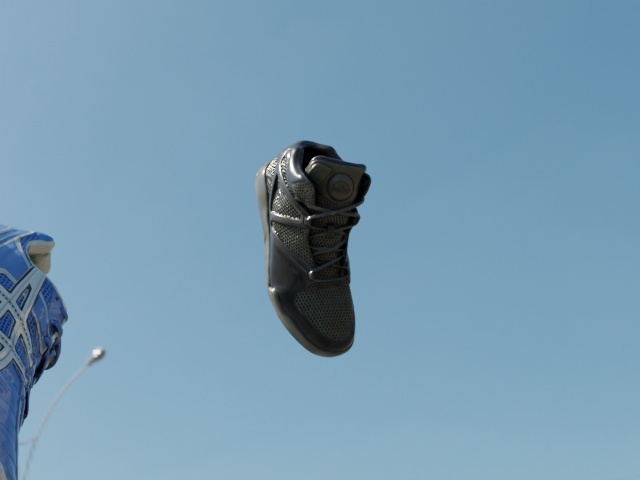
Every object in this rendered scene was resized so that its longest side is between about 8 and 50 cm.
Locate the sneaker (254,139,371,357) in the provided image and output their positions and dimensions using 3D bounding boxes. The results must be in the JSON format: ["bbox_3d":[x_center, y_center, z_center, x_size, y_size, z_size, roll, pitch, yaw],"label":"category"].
[{"bbox_3d":[0.000,0.000,0.978,0.087,0.227,0.130,-1,-20,-27],"label":"sneaker"}]

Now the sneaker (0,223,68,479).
[{"bbox_3d":[-0.180,0.058,0.534,0.081,0.211,0.080,2,-46,-24],"label":"sneaker"}]
